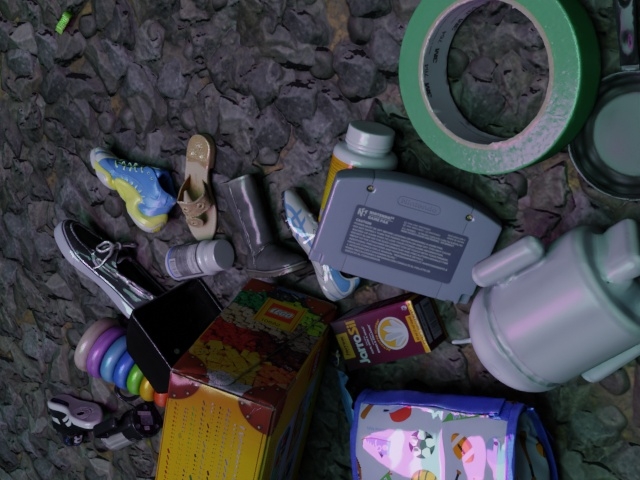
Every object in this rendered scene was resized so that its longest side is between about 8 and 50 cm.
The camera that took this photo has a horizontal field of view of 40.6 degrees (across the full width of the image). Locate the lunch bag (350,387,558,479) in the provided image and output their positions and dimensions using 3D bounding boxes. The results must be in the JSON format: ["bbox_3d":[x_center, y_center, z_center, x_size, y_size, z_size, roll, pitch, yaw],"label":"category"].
[{"bbox_3d":[0.243,0.442,1.533,0.328,0.239,0.385,-3,110,35],"label":"lunch bag"}]

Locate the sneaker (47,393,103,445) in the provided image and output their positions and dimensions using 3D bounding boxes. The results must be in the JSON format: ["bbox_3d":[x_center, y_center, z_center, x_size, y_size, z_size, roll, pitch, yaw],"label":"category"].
[{"bbox_3d":[-0.604,0.470,2.181,0.217,0.079,0.121,12,115,46],"label":"sneaker"}]

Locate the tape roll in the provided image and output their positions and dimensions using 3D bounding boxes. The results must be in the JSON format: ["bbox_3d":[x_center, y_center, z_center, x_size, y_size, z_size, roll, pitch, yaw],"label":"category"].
[{"bbox_3d":[0.274,-0.267,1.364,0.321,0.077,0.321,13,110,38],"label":"tape roll"}]

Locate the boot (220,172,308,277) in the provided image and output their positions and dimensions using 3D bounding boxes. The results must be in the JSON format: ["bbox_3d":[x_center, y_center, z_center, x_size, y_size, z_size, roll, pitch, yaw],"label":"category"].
[{"bbox_3d":[-0.114,-0.032,1.709,0.190,0.076,0.208,-5,96,47],"label":"boot"}]

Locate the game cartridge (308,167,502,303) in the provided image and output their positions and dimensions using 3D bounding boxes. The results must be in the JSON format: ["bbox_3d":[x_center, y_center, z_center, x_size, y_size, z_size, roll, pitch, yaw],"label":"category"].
[{"bbox_3d":[0.148,-0.013,1.489,0.297,0.062,0.198,17,112,-5],"label":"game cartridge"}]

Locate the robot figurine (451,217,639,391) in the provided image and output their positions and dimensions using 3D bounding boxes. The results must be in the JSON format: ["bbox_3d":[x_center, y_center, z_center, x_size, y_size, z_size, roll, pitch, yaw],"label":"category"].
[{"bbox_3d":[0.379,0.112,1.362,0.300,0.199,0.353,43,125,-14],"label":"robot figurine"}]

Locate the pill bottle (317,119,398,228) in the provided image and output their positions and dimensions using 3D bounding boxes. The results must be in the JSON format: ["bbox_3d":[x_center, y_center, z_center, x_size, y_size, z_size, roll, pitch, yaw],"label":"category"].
[{"bbox_3d":[0.069,-0.101,1.549,0.117,0.117,0.214,24,117,25],"label":"pill bottle"}]

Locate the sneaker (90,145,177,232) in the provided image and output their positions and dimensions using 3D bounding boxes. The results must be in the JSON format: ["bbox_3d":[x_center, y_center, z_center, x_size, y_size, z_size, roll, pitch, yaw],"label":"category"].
[{"bbox_3d":[-0.391,-0.137,1.870,0.126,0.091,0.240,-43,79,16],"label":"sneaker"}]

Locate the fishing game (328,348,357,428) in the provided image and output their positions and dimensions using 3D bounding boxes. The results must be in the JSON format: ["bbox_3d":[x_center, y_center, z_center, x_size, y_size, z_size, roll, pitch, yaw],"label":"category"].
[{"bbox_3d":[0.069,0.334,1.670,0.041,0.189,0.264,-15,87,-5],"label":"fishing game"}]

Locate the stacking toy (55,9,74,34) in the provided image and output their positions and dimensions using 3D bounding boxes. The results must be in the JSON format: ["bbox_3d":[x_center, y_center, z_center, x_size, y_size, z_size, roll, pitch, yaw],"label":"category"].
[{"bbox_3d":[-0.578,-0.565,1.829,0.167,0.052,0.221,36,124,-9],"label":"stacking toy"}]

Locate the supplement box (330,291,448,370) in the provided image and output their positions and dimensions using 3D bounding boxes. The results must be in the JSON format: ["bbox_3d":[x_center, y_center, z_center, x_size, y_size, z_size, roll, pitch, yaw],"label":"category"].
[{"bbox_3d":[0.127,0.167,1.615,0.188,0.081,0.104,-20,93,36],"label":"supplement box"}]

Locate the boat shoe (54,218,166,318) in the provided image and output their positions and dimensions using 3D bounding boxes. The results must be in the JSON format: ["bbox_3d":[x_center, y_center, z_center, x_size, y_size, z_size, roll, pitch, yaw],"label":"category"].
[{"bbox_3d":[-0.468,0.050,1.947,0.306,0.113,0.105,47,117,9],"label":"boat shoe"}]

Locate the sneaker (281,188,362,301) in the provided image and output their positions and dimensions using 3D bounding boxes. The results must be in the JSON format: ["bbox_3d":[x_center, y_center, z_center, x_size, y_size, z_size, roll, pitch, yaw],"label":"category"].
[{"bbox_3d":[0.000,0.000,1.656,0.086,0.085,0.237,-31,82,9],"label":"sneaker"}]

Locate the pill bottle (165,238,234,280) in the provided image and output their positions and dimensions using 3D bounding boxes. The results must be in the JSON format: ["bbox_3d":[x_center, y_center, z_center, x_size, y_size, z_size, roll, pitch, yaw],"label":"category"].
[{"bbox_3d":[-0.254,0.039,1.824,0.137,0.078,0.078,-11,98,34],"label":"pill bottle"}]

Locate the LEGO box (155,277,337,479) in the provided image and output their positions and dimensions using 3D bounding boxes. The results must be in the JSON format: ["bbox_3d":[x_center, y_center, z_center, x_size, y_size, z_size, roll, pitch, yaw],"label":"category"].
[{"bbox_3d":[-0.152,0.385,1.655,0.193,0.372,0.499,18,116,11],"label":"LEGO box"}]

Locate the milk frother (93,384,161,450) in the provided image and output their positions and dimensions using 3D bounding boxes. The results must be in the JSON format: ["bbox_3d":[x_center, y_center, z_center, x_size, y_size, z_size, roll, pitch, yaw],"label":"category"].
[{"bbox_3d":[-0.470,0.414,2.080,0.135,0.129,0.143,-28,45,35],"label":"milk frother"}]

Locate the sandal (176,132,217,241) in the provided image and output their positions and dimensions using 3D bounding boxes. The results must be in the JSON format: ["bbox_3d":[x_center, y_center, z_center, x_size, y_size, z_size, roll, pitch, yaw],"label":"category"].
[{"bbox_3d":[-0.268,-0.100,1.791,0.088,0.079,0.239,16,113,28],"label":"sandal"}]

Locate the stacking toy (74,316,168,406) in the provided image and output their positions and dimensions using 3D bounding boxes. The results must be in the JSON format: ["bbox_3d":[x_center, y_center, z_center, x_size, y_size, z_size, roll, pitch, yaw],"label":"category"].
[{"bbox_3d":[-0.395,0.311,1.979,0.330,0.141,0.141,29,118,16],"label":"stacking toy"}]

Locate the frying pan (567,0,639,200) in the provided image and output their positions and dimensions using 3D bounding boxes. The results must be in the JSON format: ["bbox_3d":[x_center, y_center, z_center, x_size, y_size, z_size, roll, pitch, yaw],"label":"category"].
[{"bbox_3d":[0.447,-0.217,1.310,0.197,0.053,0.326,-25,88,36],"label":"frying pan"}]

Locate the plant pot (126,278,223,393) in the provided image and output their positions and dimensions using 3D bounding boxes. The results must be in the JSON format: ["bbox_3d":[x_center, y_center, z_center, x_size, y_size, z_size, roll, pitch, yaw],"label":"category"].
[{"bbox_3d":[-0.311,0.224,1.864,0.187,0.188,0.167,52,136,9],"label":"plant pot"}]
